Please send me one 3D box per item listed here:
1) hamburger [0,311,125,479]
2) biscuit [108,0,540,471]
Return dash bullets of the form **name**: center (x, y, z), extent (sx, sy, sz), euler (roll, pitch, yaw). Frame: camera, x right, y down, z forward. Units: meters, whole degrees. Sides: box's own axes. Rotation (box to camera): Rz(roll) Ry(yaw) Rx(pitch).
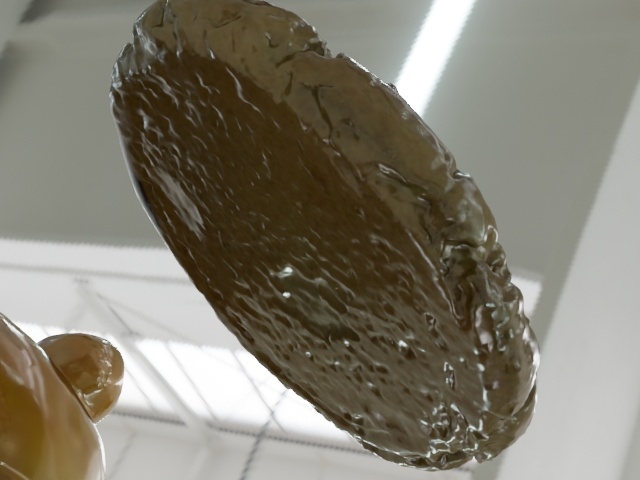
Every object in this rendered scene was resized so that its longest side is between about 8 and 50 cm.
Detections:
- **hamburger**: center (-0.227, 0.108, 0.631), extent (0.276, 0.276, 0.237), euler (5, -117, 35)
- **biscuit**: center (0.000, 0.000, 0.535), extent (0.042, 0.226, 0.226), euler (-41, -139, -26)
